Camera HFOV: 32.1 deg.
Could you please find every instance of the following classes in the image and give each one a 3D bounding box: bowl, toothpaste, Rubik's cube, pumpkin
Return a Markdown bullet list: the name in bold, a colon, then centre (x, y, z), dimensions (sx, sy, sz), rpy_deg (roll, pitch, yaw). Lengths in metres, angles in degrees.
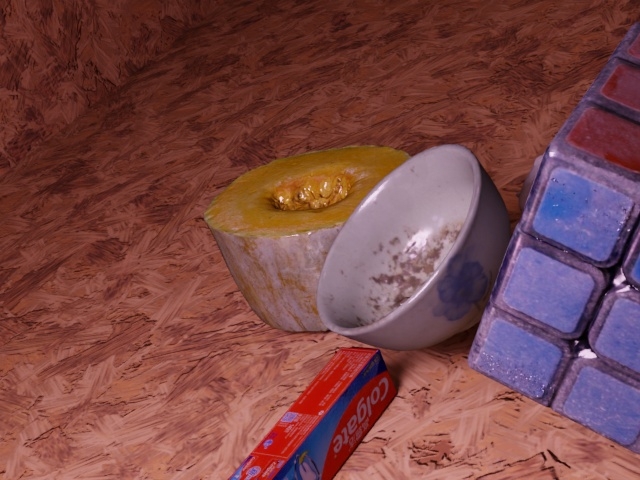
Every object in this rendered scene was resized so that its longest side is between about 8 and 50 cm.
- **bowl**: centre (0.143, 0.032, 1.423), dimensions (0.289, 0.146, 0.289), rpy_deg (-41, 27, 26)
- **toothpaste**: centre (-0.020, 0.252, 1.330), dimensions (0.066, 0.076, 0.320), rpy_deg (0, 33, 40)
- **Rubik's cube**: centre (0.362, 0.012, 1.108), dimensions (0.305, 0.301, 0.304), rpy_deg (28, 45, 16)
- **pumpkin**: centre (0.000, 0.000, 1.713), dimensions (0.332, 0.199, 0.332), rpy_deg (-11, 27, 6)

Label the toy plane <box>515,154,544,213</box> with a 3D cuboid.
- **toy plane**: centre (0.411, -0.101, 1.631), dimensions (0.267, 0.122, 0.267), rpy_deg (-25, 7, 3)

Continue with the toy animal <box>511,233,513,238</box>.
- **toy animal**: centre (0.330, 0.067, 1.412), dimensions (0.255, 0.116, 0.114), rpy_deg (5, 21, 22)
